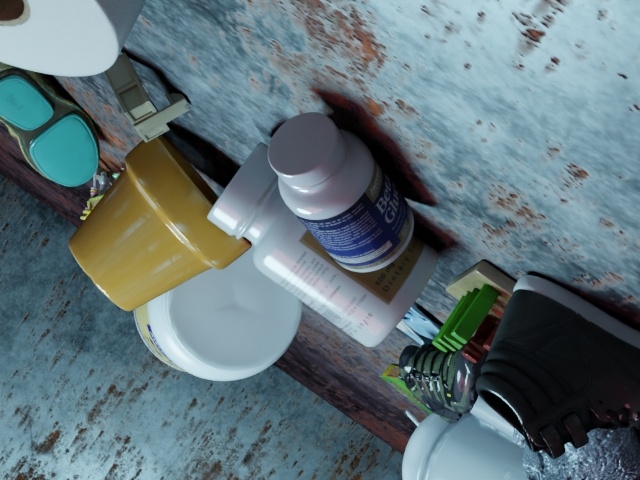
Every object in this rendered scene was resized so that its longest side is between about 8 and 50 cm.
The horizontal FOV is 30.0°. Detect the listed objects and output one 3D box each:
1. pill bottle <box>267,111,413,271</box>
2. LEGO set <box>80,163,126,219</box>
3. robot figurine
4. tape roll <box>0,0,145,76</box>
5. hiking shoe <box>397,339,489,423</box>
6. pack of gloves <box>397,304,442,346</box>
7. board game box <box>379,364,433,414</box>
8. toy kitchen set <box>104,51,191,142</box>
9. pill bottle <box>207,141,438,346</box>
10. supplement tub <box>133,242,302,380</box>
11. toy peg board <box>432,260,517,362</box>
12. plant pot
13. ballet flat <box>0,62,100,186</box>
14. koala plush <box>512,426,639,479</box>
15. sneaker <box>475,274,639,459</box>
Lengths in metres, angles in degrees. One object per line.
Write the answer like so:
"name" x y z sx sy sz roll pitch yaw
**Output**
"pill bottle" 0.018 -0.047 1.135 0.094 0.094 0.169 27 166 37
"LEGO set" -0.361 -0.094 2.140 0.132 0.107 0.287 2 168 -10
"robot figurine" 0.272 0.376 1.856 0.353 0.299 0.200 20 -153 40
"tape roll" -0.348 -0.281 1.093 0.392 0.072 0.392 22 165 6
"hiking shoe" 0.158 0.183 1.615 0.114 0.086 0.227 25 155 5
"pack of gloves" 0.155 0.153 1.699 0.232 0.046 0.195 36 170 -7
"board game box" 0.193 0.268 2.094 0.124 0.039 0.259 38 166 -10
"toy kitchen set" -0.201 -0.174 1.404 0.075 0.068 0.083 61 179 21
"pill bottle" 0.000 0.000 1.287 0.229 0.131 0.131 35 169 -4
"supplement tub" -0.165 0.100 1.908 0.241 0.241 0.331 37 169 -9
"toy peg board" 0.202 0.109 1.288 0.161 0.079 0.161 35 169 1
"plant pot" -0.229 -0.012 1.617 0.205 0.188 0.205 50 -179 -2
"ballet flat" -0.440 -0.202 1.838 0.123 0.123 0.348 30 169 23
"koala plush" 0.301 0.319 1.500 0.196 0.221 0.203 33 169 12
"sneaker" 0.277 0.160 1.105 0.296 0.147 0.104 28 165 26
